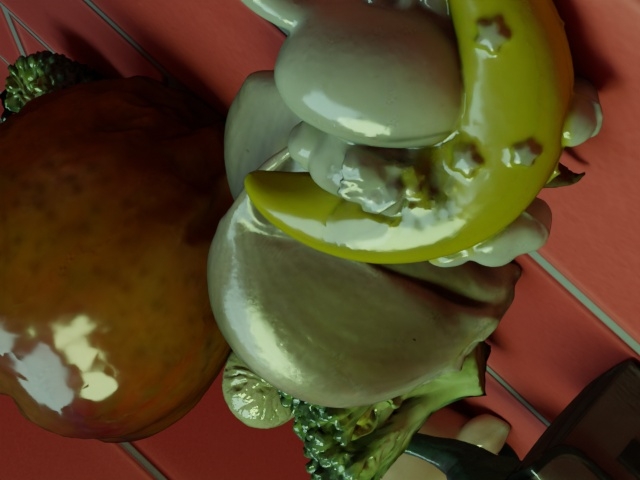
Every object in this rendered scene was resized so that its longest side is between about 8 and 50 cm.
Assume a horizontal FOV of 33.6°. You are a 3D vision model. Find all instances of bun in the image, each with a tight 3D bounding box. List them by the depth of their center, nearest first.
[{"bbox_3d":[-0.059,0.166,1.253,0.115,0.115,0.069,44,158,-1],"label":"bun"}]

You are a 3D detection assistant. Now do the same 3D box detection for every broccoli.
[{"bbox_3d":[0.072,0.135,1.147,0.248,0.246,0.288,-93,-2,-63],"label":"broccoli"},{"bbox_3d":[-0.399,-0.145,1.605,0.247,0.243,0.263,22,163,24],"label":"broccoli"}]

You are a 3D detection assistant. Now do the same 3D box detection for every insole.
[{"bbox_3d":[0.284,0.331,1.598,0.053,0.002,0.152,34,163,34],"label":"insole"}]

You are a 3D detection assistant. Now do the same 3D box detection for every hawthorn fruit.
[{"bbox_3d":[-0.271,0.011,1.316,0.472,0.472,0.472,41,166,12],"label":"hawthorn fruit"}]

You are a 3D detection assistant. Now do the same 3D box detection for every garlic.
[{"bbox_3d":[0.000,0.000,0.923,0.246,0.231,0.340,20,154,37],"label":"garlic"}]

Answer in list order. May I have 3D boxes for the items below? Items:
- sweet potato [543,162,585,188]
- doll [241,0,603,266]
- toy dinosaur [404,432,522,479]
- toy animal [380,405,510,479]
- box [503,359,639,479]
[{"bbox_3d":[0.054,-0.136,0.735,0.314,0.066,0.072,36,144,4],"label":"sweet potato"},{"bbox_3d":[0.047,-0.091,0.663,0.252,0.111,0.237,13,128,12],"label":"doll"},{"bbox_3d":[0.162,0.305,1.187,0.331,0.129,0.383,9,-160,-5],"label":"toy dinosaur"},{"bbox_3d":[0.115,0.277,1.534,0.326,0.237,0.269,52,175,-23],"label":"toy animal"},{"bbox_3d":[0.312,0.256,0.983,0.252,0.153,0.188,41,165,11],"label":"box"}]
